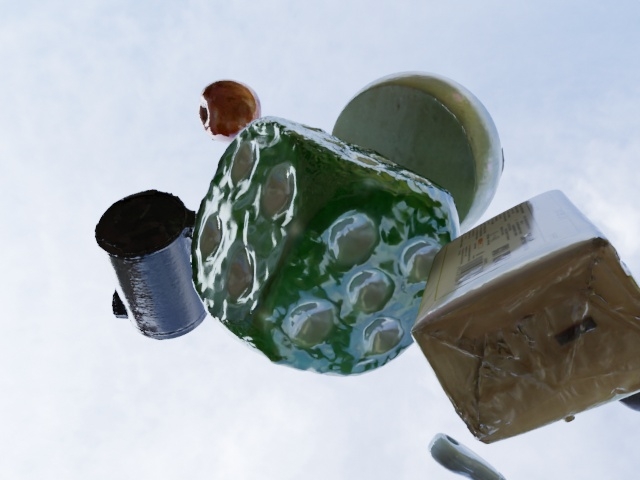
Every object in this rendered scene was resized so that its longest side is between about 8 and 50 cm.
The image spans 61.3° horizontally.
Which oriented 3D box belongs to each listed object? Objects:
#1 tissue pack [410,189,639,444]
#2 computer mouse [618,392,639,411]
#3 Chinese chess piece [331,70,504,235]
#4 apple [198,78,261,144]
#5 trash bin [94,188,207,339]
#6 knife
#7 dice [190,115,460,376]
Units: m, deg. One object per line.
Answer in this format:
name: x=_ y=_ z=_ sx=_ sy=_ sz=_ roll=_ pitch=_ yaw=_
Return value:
tissue pack: x=0.184 y=0.052 z=0.485 sx=0.159 sy=0.234 sz=0.125 roll=-32 pitch=-87 yaw=20
computer mouse: x=0.435 y=0.121 z=0.628 sx=0.379 sy=0.090 sz=0.167 roll=-29 pitch=-103 yaw=23
Chinese chess piece: x=0.183 y=-0.158 z=1.076 sx=0.349 sy=0.349 sz=0.146 roll=34 pitch=-141 yaw=22
apple: x=-0.221 y=-0.310 z=1.304 sx=0.139 sy=0.163 sz=0.163 roll=1 pitch=-120 yaw=-25
trash bin: x=-0.371 y=0.060 z=1.217 sx=0.252 sy=0.301 sz=0.203 roll=-5 pitch=-132 yaw=-6
knife: x=0.321 y=0.424 z=0.883 sx=0.331 sy=0.080 sz=0.044 roll=34 pitch=-89 yaw=2
dice: x=0.000 y=0.000 z=0.796 sx=0.297 sy=0.287 sz=0.300 roll=45 pitch=-68 yaw=51
